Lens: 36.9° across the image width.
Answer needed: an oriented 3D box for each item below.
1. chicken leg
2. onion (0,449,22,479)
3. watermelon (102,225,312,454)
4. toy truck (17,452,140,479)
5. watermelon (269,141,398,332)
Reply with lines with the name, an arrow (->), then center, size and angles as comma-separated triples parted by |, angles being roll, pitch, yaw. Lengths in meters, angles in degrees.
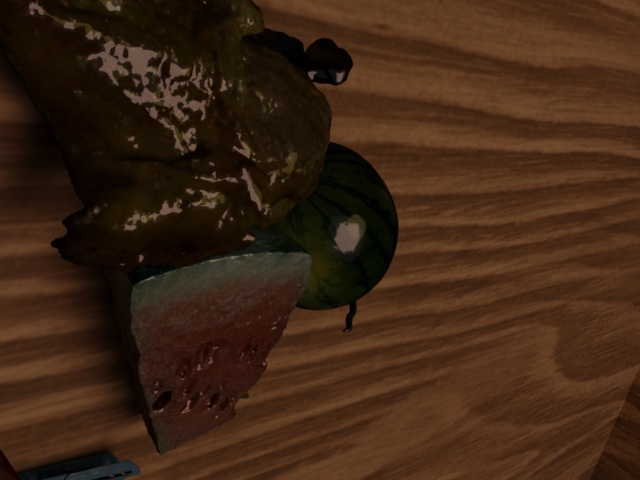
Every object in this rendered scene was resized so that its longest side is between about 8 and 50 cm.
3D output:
chicken leg -> -0.135, -0.091, 0.597 | 0.361, 0.140, 0.212 | 18, 78, -47
onion -> -0.294, 0.184, 0.442 | 0.341, 0.341, 0.341 | -33, 138, -36
watermelon -> -0.103, 0.082, 0.775 | 0.154, 0.094, 0.241 | -6, 131, -27
toy truck -> -0.211, 0.223, 0.790 | 0.136, 0.063, 0.074 | -2, 96, -51
watermelon -> 0.000, 0.000, 0.834 | 0.141, 0.140, 0.187 | -47, 147, -20
